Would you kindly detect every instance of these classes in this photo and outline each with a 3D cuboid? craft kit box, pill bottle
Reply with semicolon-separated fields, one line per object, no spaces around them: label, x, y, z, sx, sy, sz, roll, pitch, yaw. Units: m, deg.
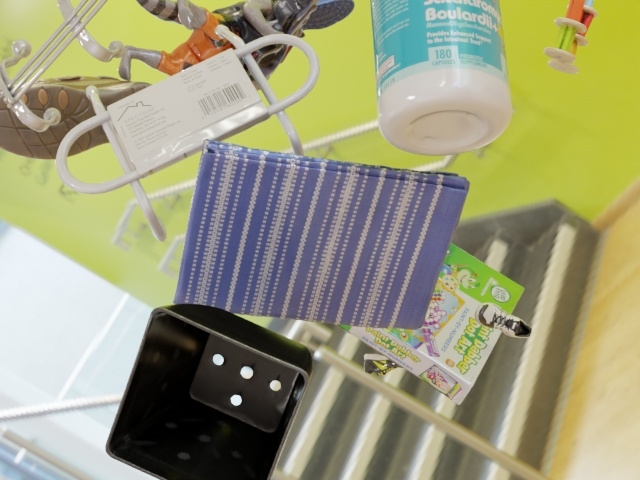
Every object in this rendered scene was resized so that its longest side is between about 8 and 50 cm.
craft kit box;0.160;0.093;1.619;0.250;0.247;0.061;-52;-6;-46
pill bottle;0.129;-0.239;1.185;0.146;0.146;0.264;130;141;-61

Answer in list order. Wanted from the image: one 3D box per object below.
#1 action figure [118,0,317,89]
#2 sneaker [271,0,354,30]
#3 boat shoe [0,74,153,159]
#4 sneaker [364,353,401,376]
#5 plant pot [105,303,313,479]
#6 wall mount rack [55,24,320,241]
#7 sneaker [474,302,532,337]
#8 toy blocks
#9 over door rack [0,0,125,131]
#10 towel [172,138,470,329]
action figure;-0.140;-0.377;1.784;0.330;0.178;0.341;-14;-24;-47
sneaker;-0.050;-0.463;2.114;0.081;0.232;0.090;54;-159;-62
boat shoe;-0.403;-0.202;1.670;0.324;0.116;0.123;-7;-65;-45
sneaker;0.107;0.206;1.730;0.083;0.031;0.035;1;76;38
plant pot;-0.108;0.174;1.225;0.167;0.187;0.188;-40;-28;-73
wall mount rack;-0.177;-0.170;1.371;0.350;0.304;0.130;-26;-30;-6
sneaker;0.229;0.099;1.316;0.037;0.083;0.032;13;84;57
toy blocks;0.412;-0.356;1.710;0.148;0.054;0.123;-71;-18;-1
over door rack;-0.300;-0.312;1.114;0.239;0.324;0.108;-42;-11;21
towel;0.000;0.000;1.316;0.040;0.336;0.243;-100;21;-55
